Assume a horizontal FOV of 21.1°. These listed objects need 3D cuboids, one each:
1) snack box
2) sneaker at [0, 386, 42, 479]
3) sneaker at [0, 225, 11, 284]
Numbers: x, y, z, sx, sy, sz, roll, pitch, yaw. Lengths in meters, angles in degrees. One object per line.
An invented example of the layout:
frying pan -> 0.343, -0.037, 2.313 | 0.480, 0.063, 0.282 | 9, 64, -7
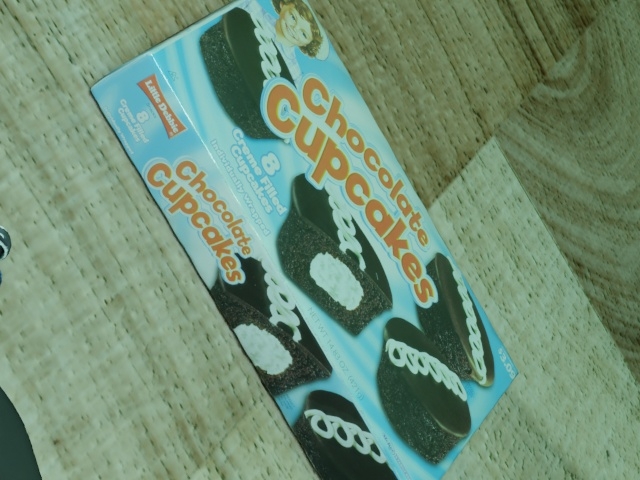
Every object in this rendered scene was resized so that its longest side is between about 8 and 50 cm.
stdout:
snack box -> 0.000, 0.000, 1.108 | 0.322, 0.060, 0.187 | 60, 34, -8
sneaker -> -0.159, 0.182, 0.664 | 0.122, 0.146, 0.330 | 6, 64, -13
sneaker -> -0.216, -0.024, 0.735 | 0.147, 0.130, 0.330 | 59, 9, -31
